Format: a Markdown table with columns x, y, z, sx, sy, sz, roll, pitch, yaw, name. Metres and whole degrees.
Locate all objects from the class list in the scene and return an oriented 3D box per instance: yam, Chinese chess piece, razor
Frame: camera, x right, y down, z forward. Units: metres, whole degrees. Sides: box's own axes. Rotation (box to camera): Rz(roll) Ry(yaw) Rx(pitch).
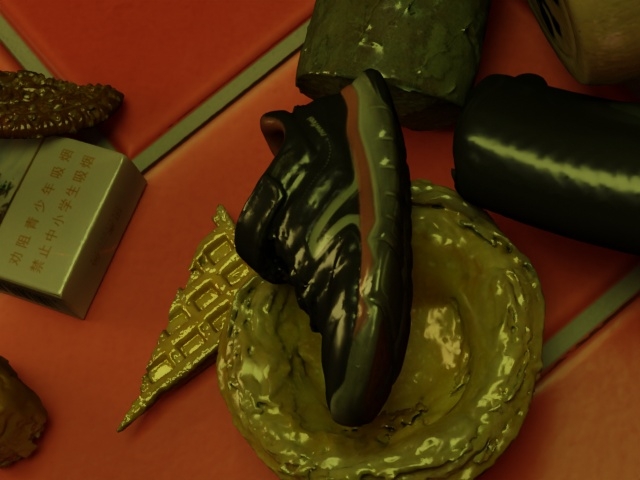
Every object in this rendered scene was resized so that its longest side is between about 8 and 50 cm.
| x | y | z | sx | sy | sz | roll | pitch | yaw | name |
| --- | --- | --- | --- | --- | --- | --- | --- | --- | --- |
| 0.077 | -0.224 | 1.329 | 0.161 | 0.161 | 0.268 | 7 | 68 | 16 | yam |
| 0.208 | -0.249 | 1.186 | 0.104 | 0.257 | 0.257 | -25 | 63 | 4 | Chinese chess piece |
| 0.279 | -0.055 | 1.191 | 0.349 | 0.204 | 0.113 | 10 | 113 | 19 | razor |

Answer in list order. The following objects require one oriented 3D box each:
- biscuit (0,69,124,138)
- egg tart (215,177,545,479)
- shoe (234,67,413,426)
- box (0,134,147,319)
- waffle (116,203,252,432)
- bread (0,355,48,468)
| x | y | z | sx | sy | sz | roll | pitch | yaw | name |
| --- | --- | --- | --- | --- | --- | --- | --- | --- | --- |
| -0.291 | -0.129 | 1.386 | 0.206 | 0.025 | 0.126 | 5 | 27 | -1 | biscuit |
| 0.052 | 0.085 | 1.215 | 0.288 | 0.118 | 0.288 | -6 | 66 | 13 | egg tart |
| 0.000 | 0.000 | 1.145 | 0.137 | 0.114 | 0.290 | -6 | 61 | 10 | shoe |
| -0.298 | -0.033 | 1.382 | 0.233 | 0.067 | 0.149 | 17 | 69 | 19 | box |
| -0.131 | 0.067 | 1.313 | 0.191 | 0.032 | 0.125 | -36 | 64 | -6 | waffle |
| -0.300 | 0.133 | 1.284 | 0.082 | 0.106 | 0.125 | -41 | 66 | -6 | bread |
